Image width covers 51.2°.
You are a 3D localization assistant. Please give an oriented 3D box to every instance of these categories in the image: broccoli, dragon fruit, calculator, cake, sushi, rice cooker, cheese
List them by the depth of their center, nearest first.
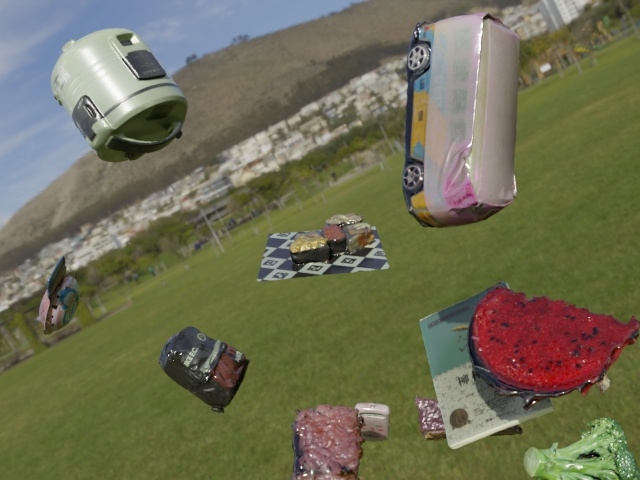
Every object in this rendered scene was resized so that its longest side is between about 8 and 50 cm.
[{"bbox_3d":[-0.393,-0.280,1.327,0.226,0.244,0.226,-33,-5,-3],"label":"rice cooker"},{"bbox_3d":[0.439,0.234,1.376,0.282,0.100,0.344,-39,35,-27],"label":"dragon fruit"},{"bbox_3d":[0.007,0.526,1.560,0.171,0.236,0.270,6,41,-1],"label":"sushi"},{"bbox_3d":[0.000,0.000,1.569,0.293,0.059,0.294,-5,22,0],"label":"sushi"},{"bbox_3d":[0.619,0.540,1.573,0.269,0.269,0.254,-29,-17,-23],"label":"broccoli"},{"bbox_3d":[0.391,0.499,1.808,0.296,0.112,0.116,4,-22,22],"label":"cake"},{"bbox_3d":[-0.707,0.150,1.808,0.285,0.074,0.188,113,173,-51],"label":"cheese"},{"bbox_3d":[0.147,0.515,1.902,0.100,0.174,0.032,2,42,7],"label":"calculator"}]

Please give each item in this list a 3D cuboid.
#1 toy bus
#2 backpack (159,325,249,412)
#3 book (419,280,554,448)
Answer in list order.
[{"bbox_3d":[0.262,-0.214,1.223,0.171,0.385,0.162,7,-5,-36],"label":"toy bus"},{"bbox_3d":[-0.220,0.237,1.273,0.106,0.165,0.120,-39,23,37],"label":"backpack"},{"bbox_3d":[0.395,0.298,1.651,0.264,0.031,0.379,-29,41,20],"label":"book"}]
